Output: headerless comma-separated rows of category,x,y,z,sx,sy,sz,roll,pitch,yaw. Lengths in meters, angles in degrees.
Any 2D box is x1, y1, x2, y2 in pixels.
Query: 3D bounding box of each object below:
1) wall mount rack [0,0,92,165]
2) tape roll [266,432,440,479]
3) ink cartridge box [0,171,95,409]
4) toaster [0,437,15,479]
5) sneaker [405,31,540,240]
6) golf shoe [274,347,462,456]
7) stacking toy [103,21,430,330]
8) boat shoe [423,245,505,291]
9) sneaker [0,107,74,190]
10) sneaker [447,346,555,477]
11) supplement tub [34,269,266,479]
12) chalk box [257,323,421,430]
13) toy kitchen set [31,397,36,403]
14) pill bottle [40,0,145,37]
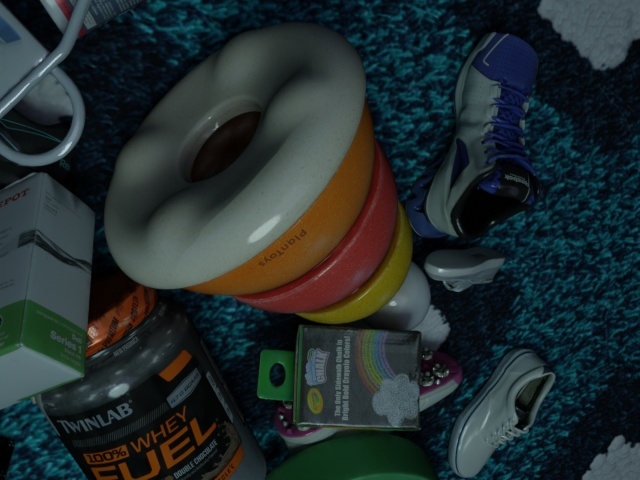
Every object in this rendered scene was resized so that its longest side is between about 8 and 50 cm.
wall mount rack,-0.353,-0.254,0.598,0.304,0.130,0.350,-44,91,2
tape roll,0.040,0.440,0.957,0.321,0.077,0.321,-9,126,-13
ink cartridge box,-0.337,0.056,0.655,0.160,0.219,0.092,-22,142,14
toaster,-0.490,0.297,0.741,0.185,0.168,0.110,33,93,-24
sneaker,0.254,-0.128,0.873,0.127,0.182,0.315,19,97,-24
golf shoe,0.083,0.269,0.972,0.306,0.115,0.140,-17,120,-7
stacking toy,0.000,0.000,0.801,0.350,0.350,0.480,-47,131,-2
boat shoe,0.222,0.049,0.955,0.184,0.066,0.063,-9,120,-49
sneaker,-0.422,-0.129,0.705,0.267,0.101,0.106,21,79,-25
sneaker,0.311,0.308,1.058,0.094,0.091,0.258,26,95,-23
supplement tub,-0.223,0.220,0.791,0.207,0.207,0.338,-28,111,-10
chalk box,0.022,0.190,0.842,0.213,0.132,0.132,4,75,-2
toy kitchen set,-0.394,0.185,0.794,0.068,0.075,0.083,-18,105,-12
pill bottle,-0.239,-0.318,0.695,0.180,0.108,0.108,-32,112,-8
